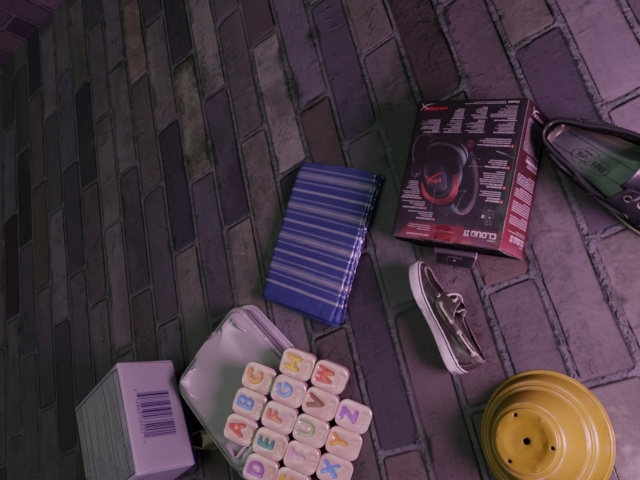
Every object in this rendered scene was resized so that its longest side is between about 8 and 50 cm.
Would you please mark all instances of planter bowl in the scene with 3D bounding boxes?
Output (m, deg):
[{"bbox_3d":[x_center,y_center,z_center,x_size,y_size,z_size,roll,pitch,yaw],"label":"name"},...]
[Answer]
[{"bbox_3d":[0.338,0.314,0.977,0.217,0.090,0.217,-10,73,37],"label":"planter bowl"}]

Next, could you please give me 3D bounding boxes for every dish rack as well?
[{"bbox_3d":[-0.174,0.322,1.368,0.333,0.072,0.286,41,97,38],"label":"dish rack"}]

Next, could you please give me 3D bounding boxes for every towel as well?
[{"bbox_3d":[0.000,0.000,1.362,0.243,0.040,0.336,15,86,41],"label":"towel"}]

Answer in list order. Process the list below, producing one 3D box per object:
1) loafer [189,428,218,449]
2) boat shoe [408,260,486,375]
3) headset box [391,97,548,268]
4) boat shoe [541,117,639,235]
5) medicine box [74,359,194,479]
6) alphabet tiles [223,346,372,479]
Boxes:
[{"bbox_3d":[-0.249,0.458,1.432,0.148,0.050,0.056,-28,63,30],"label":"loafer"},{"bbox_3d":[0.230,0.129,1.120,0.070,0.077,0.219,-33,69,29],"label":"boat shoe"},{"bbox_3d":[0.265,-0.098,1.120,0.218,0.110,0.293,8,84,40],"label":"headset box"},{"bbox_3d":[0.479,-0.099,0.949,0.127,0.113,0.340,-52,53,16],"label":"boat shoe"},{"bbox_3d":[-0.458,0.471,1.502,0.289,0.149,0.264,-43,55,37],"label":"medicine box"},{"bbox_3d":[-0.050,0.366,1.240,0.277,0.021,0.284,20,91,15],"label":"alphabet tiles"}]
